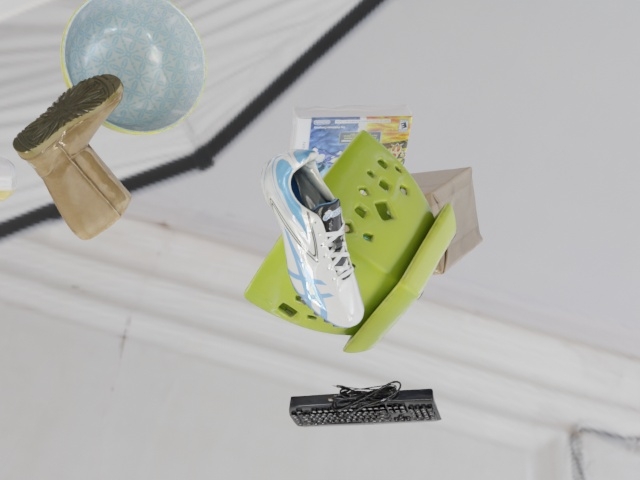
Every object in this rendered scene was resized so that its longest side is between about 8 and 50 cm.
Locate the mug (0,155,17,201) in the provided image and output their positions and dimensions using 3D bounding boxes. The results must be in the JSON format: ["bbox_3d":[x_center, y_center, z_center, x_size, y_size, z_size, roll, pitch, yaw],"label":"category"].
[{"bbox_3d":[-0.361,-0.060,1.108,0.064,0.078,0.062,0,-137,-38],"label":"mug"}]

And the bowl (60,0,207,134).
[{"bbox_3d":[-0.386,-0.339,2.074,0.290,0.289,0.156,-2,175,-27],"label":"bowl"}]

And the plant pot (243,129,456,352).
[{"bbox_3d":[0.055,0.016,1.528,0.207,0.227,0.228,35,-133,0],"label":"plant pot"}]

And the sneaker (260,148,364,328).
[{"bbox_3d":[0.000,0.000,1.294,0.086,0.237,0.085,-16,-169,46],"label":"sneaker"}]

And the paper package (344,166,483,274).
[{"bbox_3d":[0.134,-0.031,2.142,0.325,0.168,0.309,-4,-168,25],"label":"paper package"}]

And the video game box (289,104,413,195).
[{"bbox_3d":[0.046,-0.144,1.816,0.205,0.187,0.048,-3,-141,-13],"label":"video game box"}]

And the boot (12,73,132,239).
[{"bbox_3d":[-0.421,-0.154,1.949,0.236,0.269,0.089,-36,-128,-7],"label":"boot"}]

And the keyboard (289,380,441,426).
[{"bbox_3d":[0.050,0.218,1.312,0.192,0.100,0.038,-7,-130,15],"label":"keyboard"}]
